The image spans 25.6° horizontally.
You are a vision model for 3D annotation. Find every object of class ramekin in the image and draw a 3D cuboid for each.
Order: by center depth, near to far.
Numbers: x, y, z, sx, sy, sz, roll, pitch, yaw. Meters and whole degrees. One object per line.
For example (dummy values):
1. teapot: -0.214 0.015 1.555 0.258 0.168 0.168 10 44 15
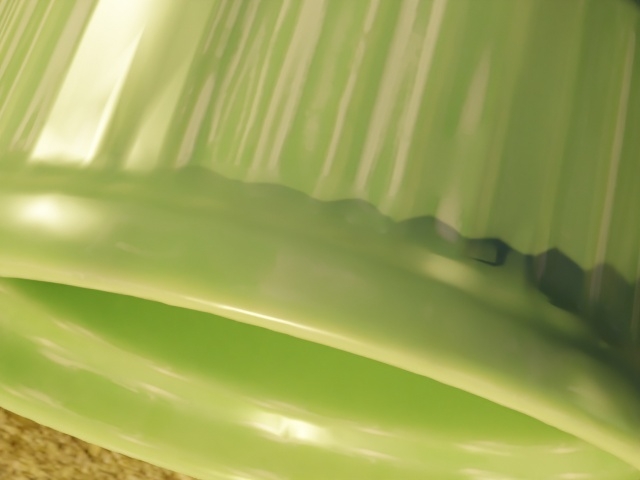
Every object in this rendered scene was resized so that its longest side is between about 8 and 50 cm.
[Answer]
1. ramekin: 0.000 0.000 0.505 0.303 0.303 0.148 13 72 8
